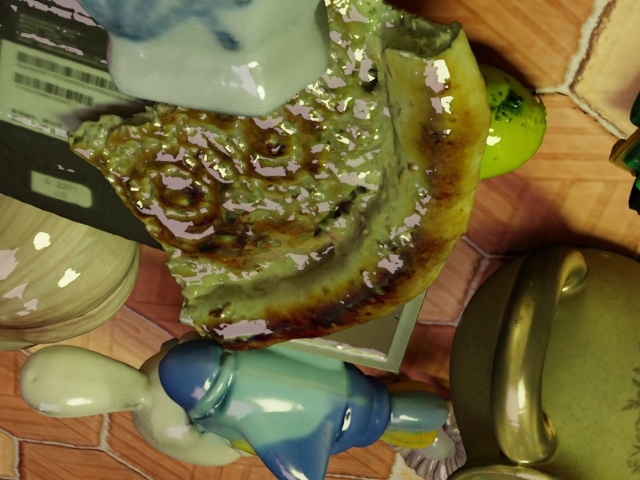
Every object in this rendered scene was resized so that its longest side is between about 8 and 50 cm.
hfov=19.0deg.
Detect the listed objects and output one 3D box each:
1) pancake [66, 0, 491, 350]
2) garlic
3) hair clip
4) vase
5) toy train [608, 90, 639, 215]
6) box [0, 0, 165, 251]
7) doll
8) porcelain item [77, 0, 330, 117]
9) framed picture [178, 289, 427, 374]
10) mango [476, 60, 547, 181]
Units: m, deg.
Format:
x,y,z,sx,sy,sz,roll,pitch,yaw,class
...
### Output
x,y,z,sx,sy,sz,roll,pitch,yaw,class
-0.017,-0.050,1.597,0.305,0.067,0.427,41,132,-21,pancake
-0.333,-0.014,1.940,0.322,0.241,0.322,-3,145,-2,garlic
0.187,0.226,2.132,0.300,0.069,0.173,3,135,27,hair clip
0.213,0.144,1.756,0.241,0.302,0.329,8,146,23,vase
0.302,-0.078,1.507,0.091,0.136,0.227,26,147,-8,toy train
-0.189,-0.146,1.668,0.359,0.091,0.350,19,135,1,box
-0.072,0.159,2.038,0.365,0.376,0.187,-2,99,35,doll
-0.096,-0.285,1.311,0.242,0.178,0.405,10,133,19,porcelain item
0.000,0.000,1.827,0.231,0.018,0.293,13,131,-4,framed picture
0.109,-0.095,1.637,0.178,0.100,0.119,-5,143,46,mango
